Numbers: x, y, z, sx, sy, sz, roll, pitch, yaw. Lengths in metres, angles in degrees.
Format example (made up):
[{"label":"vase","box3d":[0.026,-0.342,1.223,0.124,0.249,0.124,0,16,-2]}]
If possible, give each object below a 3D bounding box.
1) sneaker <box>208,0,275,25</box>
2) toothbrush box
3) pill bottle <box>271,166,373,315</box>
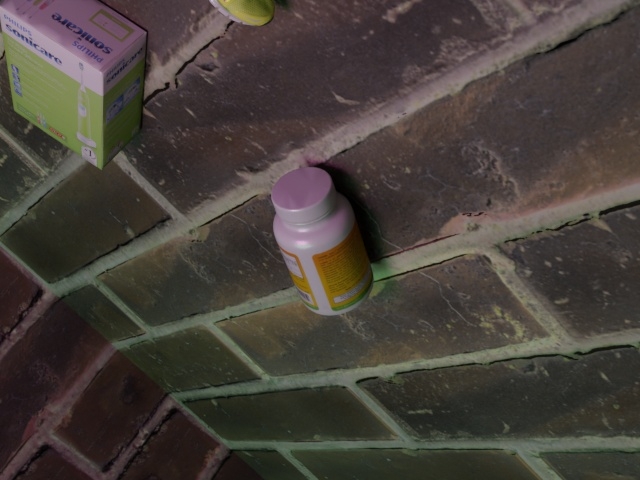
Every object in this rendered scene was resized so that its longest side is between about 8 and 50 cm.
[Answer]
[{"label":"sneaker","box3d":[-0.113,-0.367,1.094,0.094,0.081,0.209,-3,132,45]},{"label":"toothbrush box","box3d":[-0.421,-0.286,1.479,0.206,0.122,0.283,33,151,6]},{"label":"pill bottle","box3d":[0.000,0.000,1.434,0.136,0.136,0.246,16,144,31]}]
